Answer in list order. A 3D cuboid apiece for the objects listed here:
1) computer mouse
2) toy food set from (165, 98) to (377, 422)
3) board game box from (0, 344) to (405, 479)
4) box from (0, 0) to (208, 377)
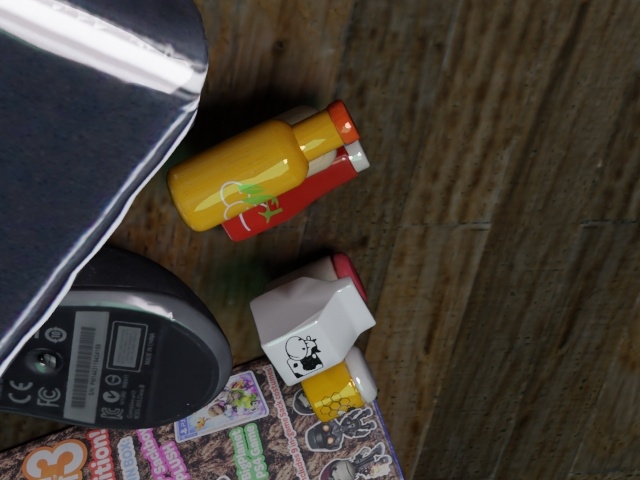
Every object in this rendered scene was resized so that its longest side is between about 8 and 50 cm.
[{"bbox_3d":[-0.185,0.038,1.092,0.272,0.072,0.188,11,131,-10],"label":"computer mouse"},{"bbox_3d":[0.000,0.000,1.078,0.104,0.111,0.232,-25,132,6],"label":"toy food set"},{"bbox_3d":[-0.073,0.226,1.244,0.291,0.141,0.232,-20,134,1],"label":"board game box"},{"bbox_3d":[-0.339,-0.172,0.558,0.480,0.472,0.297,22,123,-33],"label":"box"}]
